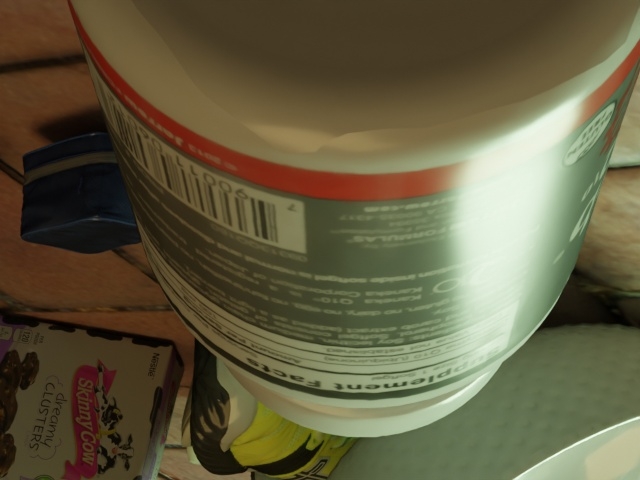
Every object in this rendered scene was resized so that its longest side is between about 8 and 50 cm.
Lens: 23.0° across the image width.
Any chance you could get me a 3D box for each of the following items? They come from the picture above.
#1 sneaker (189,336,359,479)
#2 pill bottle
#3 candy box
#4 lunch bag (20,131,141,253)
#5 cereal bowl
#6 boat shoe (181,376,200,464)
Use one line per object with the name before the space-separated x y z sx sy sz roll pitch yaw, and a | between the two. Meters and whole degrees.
sneaker | 0.002 0.116 1.173 0.147 0.145 0.384 -1 164 13
pill bottle | 0.018 -0.051 0.667 0.210 0.210 0.363 10 157 6
candy box | -0.229 0.156 1.316 0.196 0.165 0.070 9 158 8
lunch bag | -0.141 -0.032 0.974 0.098 0.065 0.067 -11 163 41
cereal bowl | 0.123 0.175 1.093 0.339 0.141 0.339 -23 145 -17
boat shoe | -0.073 0.145 1.318 0.079 0.084 0.233 12 164 4
